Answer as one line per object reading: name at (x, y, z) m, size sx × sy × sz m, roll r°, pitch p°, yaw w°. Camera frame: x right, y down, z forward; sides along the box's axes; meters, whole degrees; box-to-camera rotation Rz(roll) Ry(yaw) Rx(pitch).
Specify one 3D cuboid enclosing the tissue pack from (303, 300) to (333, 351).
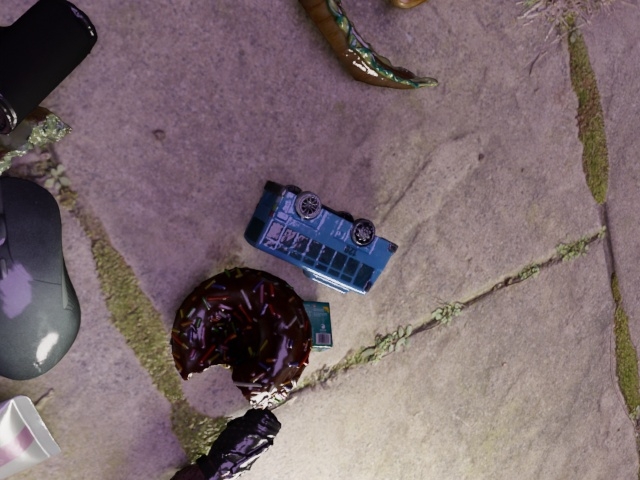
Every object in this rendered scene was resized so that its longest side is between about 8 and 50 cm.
tissue pack at (-0.045, 0.153, 0.992) m, size 0.111 × 0.079 × 0.085 m, roll 6°, pitch 66°, yaw -23°

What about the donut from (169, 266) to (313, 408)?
donut at (-0.125, 0.148, 0.888) m, size 0.230 × 0.096 × 0.216 m, roll 33°, pitch 87°, yaw 14°

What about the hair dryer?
hair dryer at (-0.451, -0.254, 0.716) m, size 0.251 × 0.089 × 0.197 m, roll 21°, pitch 54°, yaw -3°

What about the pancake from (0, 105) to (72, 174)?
pancake at (-0.519, -0.105, 0.728) m, size 0.377 × 0.054 × 0.197 m, roll -13°, pitch 80°, yaw -11°

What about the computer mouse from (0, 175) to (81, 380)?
computer mouse at (-0.446, 0.024, 0.791) m, size 0.167 × 0.090 × 0.379 m, roll -12°, pitch 102°, yaw -21°

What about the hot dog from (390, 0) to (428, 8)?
hot dog at (0.206, -0.478, 0.965) m, size 0.249 × 0.076 × 0.102 m, roll -35°, pitch 124°, yaw -14°

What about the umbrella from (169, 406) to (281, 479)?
umbrella at (-0.200, 0.416, 0.970) m, size 0.326 × 0.094 × 0.090 m, roll -43°, pitch 157°, yaw -11°

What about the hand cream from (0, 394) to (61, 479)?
hand cream at (-0.572, 0.329, 0.783) m, size 0.359 × 0.118 × 0.185 m, roll -17°, pitch 136°, yaw -19°

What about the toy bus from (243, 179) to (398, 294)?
toy bus at (0.000, 0.000, 0.955) m, size 0.234 × 0.116 × 0.133 m, roll 26°, pitch 90°, yaw -23°

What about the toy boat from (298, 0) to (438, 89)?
toy boat at (0.068, -0.328, 0.926) m, size 0.099 × 0.108 × 0.293 m, roll -41°, pitch 116°, yaw 20°
